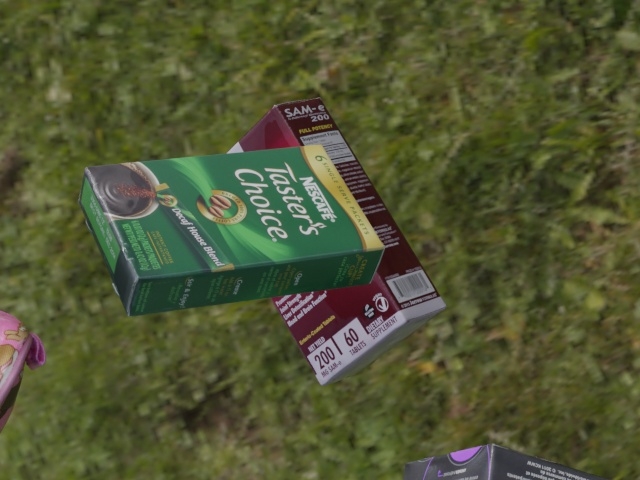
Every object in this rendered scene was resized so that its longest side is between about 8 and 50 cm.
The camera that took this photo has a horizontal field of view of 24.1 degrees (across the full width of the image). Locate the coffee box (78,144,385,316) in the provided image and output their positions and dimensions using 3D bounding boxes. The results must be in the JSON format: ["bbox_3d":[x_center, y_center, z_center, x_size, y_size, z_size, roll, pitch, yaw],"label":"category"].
[{"bbox_3d":[-0.060,-0.011,1.020,0.113,0.184,0.040,61,145,38],"label":"coffee box"}]

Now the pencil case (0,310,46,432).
[{"bbox_3d":[-0.431,0.071,1.247,0.386,0.160,0.167,27,106,-7],"label":"pencil case"}]

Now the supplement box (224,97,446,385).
[{"bbox_3d":[0.000,0.000,1.422,0.130,0.073,0.239,-41,73,37],"label":"supplement box"}]

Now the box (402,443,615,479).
[{"bbox_3d":[0.146,0.328,1.286,0.165,0.143,0.270,-29,45,61],"label":"box"}]
